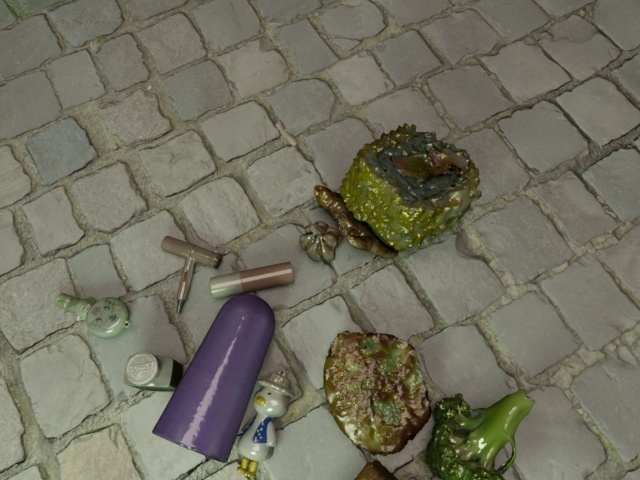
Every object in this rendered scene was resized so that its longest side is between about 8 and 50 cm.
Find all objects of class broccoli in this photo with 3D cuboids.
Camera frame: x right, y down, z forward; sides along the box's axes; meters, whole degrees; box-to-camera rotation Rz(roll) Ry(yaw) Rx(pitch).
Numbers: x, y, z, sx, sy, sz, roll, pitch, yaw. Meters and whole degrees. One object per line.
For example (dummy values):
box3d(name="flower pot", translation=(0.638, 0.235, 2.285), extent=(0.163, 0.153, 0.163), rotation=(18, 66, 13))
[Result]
box3d(name="broccoli", translation=(0.420, 0.534, 1.382), extent=(0.254, 0.186, 0.302), rotation=(13, 61, 49))

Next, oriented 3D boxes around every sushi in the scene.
box3d(name="sushi", translation=(0.292, -0.162, 1.583), extent=(0.396, 0.240, 0.351), rotation=(-30, 66, -33))

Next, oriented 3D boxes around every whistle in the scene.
box3d(name="whistle", translation=(-0.687, 0.221, 1.558), extent=(0.258, 0.067, 0.126), rotation=(17, 62, 11))

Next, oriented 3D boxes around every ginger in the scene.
box3d(name="ginger", translation=(0.098, -0.052, 1.638), extent=(0.333, 0.080, 0.166), rotation=(52, 36, 13))

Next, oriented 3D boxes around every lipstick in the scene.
box3d(name="lipstick", translation=(-0.212, 0.123, 1.594), extent=(0.254, 0.070, 0.070), rotation=(-11, 68, -5))

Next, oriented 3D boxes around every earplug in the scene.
box3d(name="earplug", translation=(-0.268, 0.361, 1.430), extent=(0.215, 0.215, 0.456), rotation=(19, 66, 8))

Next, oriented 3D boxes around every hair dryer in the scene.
box3d(name="hair dryer", translation=(-0.443, 0.113, 1.617), extent=(0.195, 0.053, 0.220), rotation=(19, 76, 8))

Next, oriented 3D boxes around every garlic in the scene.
box3d(name="garlic", translation=(0.000, 0.000, 1.589), extent=(0.131, 0.194, 0.127), rotation=(35, 85, 10))

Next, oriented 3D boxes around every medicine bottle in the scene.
box3d(name="medicine bottle", translation=(-0.471, 0.369, 1.429), extent=(0.132, 0.188, 0.088), rotation=(4, 68, 1))

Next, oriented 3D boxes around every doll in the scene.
box3d(name="doll", translation=(-0.155, 0.498, 1.418), extent=(0.138, 0.119, 0.293), rotation=(0, 61, 48))

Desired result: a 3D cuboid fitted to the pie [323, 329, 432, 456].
box3d(name="pie", translation=(0.153, 0.422, 1.457), extent=(0.288, 0.103, 0.354), rotation=(-14, 73, -6))

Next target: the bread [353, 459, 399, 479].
box3d(name="bread", translation=(0.058, 0.744, 1.245), extent=(0.165, 0.113, 0.416), rotation=(41, 94, 30))
